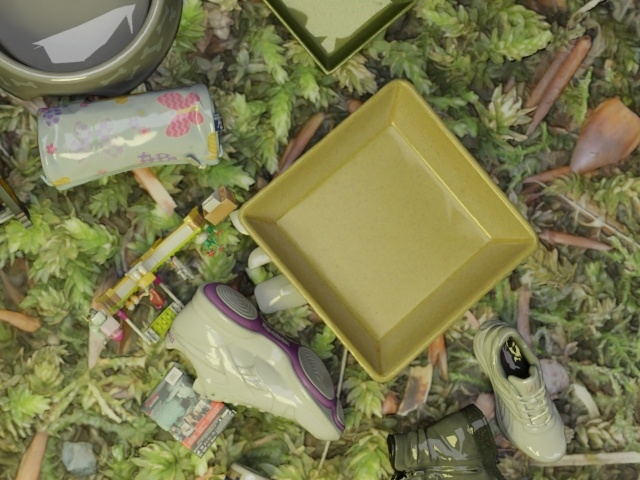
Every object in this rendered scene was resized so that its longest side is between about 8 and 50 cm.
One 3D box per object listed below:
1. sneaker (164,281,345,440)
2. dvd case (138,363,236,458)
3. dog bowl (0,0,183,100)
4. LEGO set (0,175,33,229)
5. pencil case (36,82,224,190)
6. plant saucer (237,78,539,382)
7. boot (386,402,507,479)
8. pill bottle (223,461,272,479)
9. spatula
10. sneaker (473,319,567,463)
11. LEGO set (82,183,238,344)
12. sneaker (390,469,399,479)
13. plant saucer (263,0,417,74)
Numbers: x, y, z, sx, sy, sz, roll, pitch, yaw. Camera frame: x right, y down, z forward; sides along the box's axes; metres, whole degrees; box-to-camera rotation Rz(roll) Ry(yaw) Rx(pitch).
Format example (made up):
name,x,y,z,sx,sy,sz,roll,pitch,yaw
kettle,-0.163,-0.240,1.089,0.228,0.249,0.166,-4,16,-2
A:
name,x,y,z,sx,sy,sz,roll,pitch,yaw
sneaker,-0.095,0.198,1.746,0.305,0.114,0.152,43,110,-6
dvd case,-0.198,0.255,1.764,0.119,0.013,0.087,38,83,-2
dog bowl,-0.380,-0.374,1.755,0.348,0.102,0.349,0,85,-5
LEGO set,-0.576,-0.062,1.705,0.331,0.192,0.255,-38,60,-10
pencil case,-0.280,-0.153,1.740,0.273,0.113,0.124,-9,106,-6
plant saucer,0.098,-0.014,1.766,0.332,0.081,0.333,-41,91,-11
boot,0.195,0.372,1.742,0.161,0.083,0.247,-22,97,-7
pill bottle,-0.124,0.392,1.732,0.067,0.067,0.120,25,84,-2
spatula,0.000,0.000,1.801,0.242,0.019,0.168,-18,86,-10
sneaker,0.301,0.229,1.756,0.090,0.115,0.232,-27,88,-6
LEGO set,-0.213,0.052,1.729,0.287,0.132,0.107,-44,99,-13
sneaker,0.153,0.342,1.773,0.109,0.040,0.044,-34,91,-6
plant saucer,0.020,-0.377,1.816,0.188,0.045,0.188,-41,90,-7
